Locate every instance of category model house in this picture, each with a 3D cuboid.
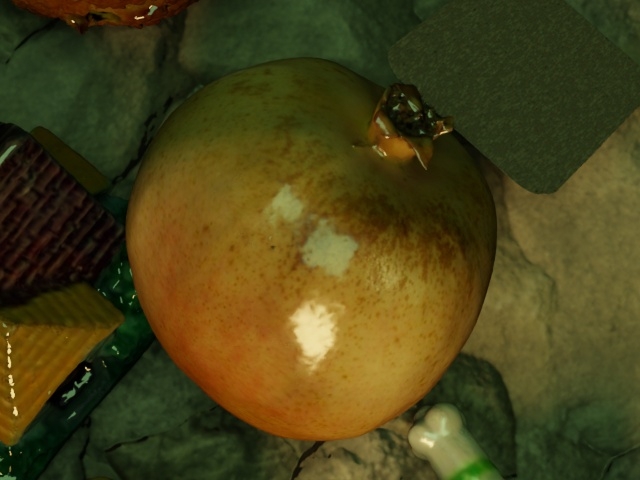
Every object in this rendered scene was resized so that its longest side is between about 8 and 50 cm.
[{"bbox_3d":[-0.265,0.041,1.584,0.230,0.249,0.280,38,81,5],"label":"model house"}]

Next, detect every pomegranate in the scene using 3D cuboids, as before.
[{"bbox_3d":[0.000,0.000,1.559,0.319,0.319,0.319,0,80,-1],"label":"pomegranate"}]

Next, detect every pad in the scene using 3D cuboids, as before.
[{"bbox_3d":[0.170,-0.139,1.659,0.176,0.002,0.266,42,39,6],"label":"pad"}]

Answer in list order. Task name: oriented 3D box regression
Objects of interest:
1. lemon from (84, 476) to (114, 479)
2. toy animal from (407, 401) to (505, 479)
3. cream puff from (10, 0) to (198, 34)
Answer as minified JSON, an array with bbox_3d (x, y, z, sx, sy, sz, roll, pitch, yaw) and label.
[{"bbox_3d":[-0.165,0.331,1.529,0.258,0.258,0.310,1,70,-1],"label":"lemon"},{"bbox_3d":[0.187,0.284,1.580,0.181,0.180,0.363,-34,87,-43],"label":"toy animal"},{"bbox_3d":[-0.180,-0.311,1.673,0.303,0.212,0.303,2,72,-6],"label":"cream puff"}]
